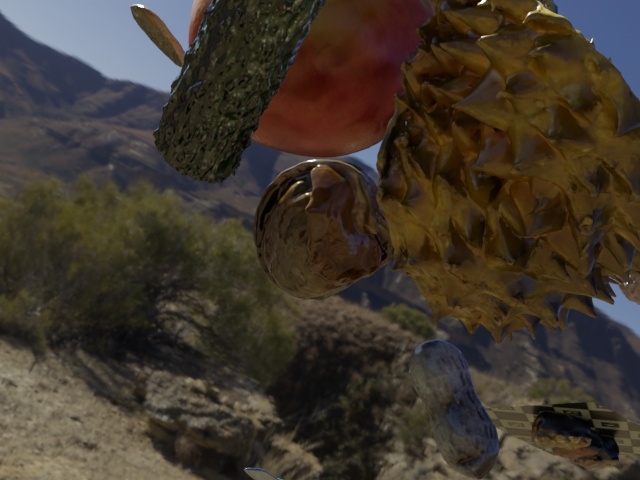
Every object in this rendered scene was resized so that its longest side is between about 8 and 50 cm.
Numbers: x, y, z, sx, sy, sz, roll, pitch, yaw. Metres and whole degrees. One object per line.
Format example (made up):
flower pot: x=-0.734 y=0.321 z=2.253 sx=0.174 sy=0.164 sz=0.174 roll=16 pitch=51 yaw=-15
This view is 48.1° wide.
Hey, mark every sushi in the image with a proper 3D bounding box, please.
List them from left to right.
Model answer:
sushi: x=0.409 y=0.334 z=1.160 sx=0.290 sy=0.050 sz=0.264 roll=29 pitch=-30 yaw=-32

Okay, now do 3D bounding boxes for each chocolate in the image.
chocolate: x=0.155 y=0.195 z=0.836 sx=0.166 sy=0.072 sz=0.072 roll=67 pitch=11 yaw=16

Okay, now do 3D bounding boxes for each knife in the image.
knife: x=-0.095 y=0.442 z=1.324 sx=0.045 sy=0.019 sz=0.313 roll=-5 pitch=-26 yaw=6

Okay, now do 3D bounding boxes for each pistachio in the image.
pistachio: x=0.000 y=0.000 z=0.826 sx=0.165 sy=0.130 sz=0.210 roll=27 pitch=-46 yaw=3

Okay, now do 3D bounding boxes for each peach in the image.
peach: x=-0.007 y=-0.296 z=1.113 sx=0.389 sy=0.388 sz=0.388 roll=27 pitch=-2 yaw=1

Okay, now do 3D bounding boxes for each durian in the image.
durian: x=0.139 y=-0.023 z=0.477 sx=0.305 sy=0.196 sz=0.185 roll=43 pitch=18 yaw=-37

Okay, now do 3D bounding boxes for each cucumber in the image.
cucumber: x=-0.044 y=-0.202 z=0.602 sx=0.096 sy=0.359 sz=0.096 roll=20 pitch=39 yaw=-17

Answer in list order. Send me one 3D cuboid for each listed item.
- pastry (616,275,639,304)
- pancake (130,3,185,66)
pastry: x=0.385 y=-0.050 z=0.885 sx=0.103 sy=0.265 sz=0.112 roll=-9 pitch=-40 yaw=-2
pancake: x=-0.294 y=-0.373 z=1.302 sx=0.139 sy=0.022 sz=0.139 roll=44 pitch=-8 yaw=8
